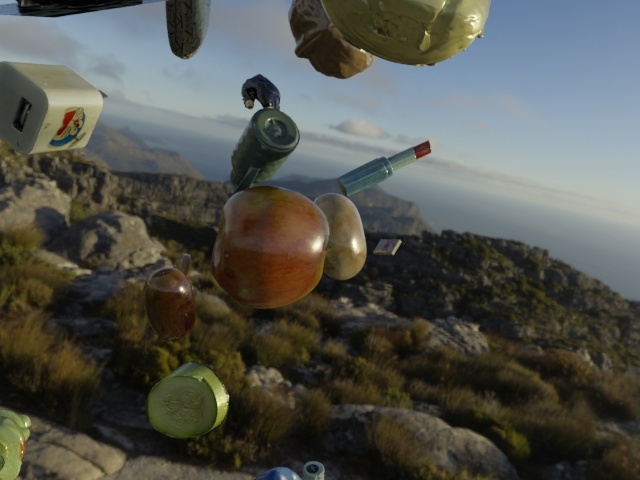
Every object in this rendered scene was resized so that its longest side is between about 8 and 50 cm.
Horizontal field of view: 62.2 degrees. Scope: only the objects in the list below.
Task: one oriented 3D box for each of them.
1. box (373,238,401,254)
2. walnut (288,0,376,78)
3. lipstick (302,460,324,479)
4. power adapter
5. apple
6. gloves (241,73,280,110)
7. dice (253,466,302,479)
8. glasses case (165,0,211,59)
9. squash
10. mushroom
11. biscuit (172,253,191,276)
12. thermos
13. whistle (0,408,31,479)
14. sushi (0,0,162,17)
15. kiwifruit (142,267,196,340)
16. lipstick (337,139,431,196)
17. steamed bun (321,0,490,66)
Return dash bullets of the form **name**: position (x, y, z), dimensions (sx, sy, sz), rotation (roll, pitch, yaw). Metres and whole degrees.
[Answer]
- **box**: position (0.179, 0.017, 1.423), dimensions (0.012, 0.046, 0.083), rotation (41, -18, -23)
- **walnut**: position (0.036, -0.558, 1.398), dimensions (0.227, 0.273, 0.273), rotation (1, 6, 17)
- **lipstick**: position (-0.013, 0.426, 0.882), dimensions (0.037, 0.116, 0.037), rotation (1, 18, 0)
- **power adapter**: position (-0.477, -0.243, 0.970), dimensions (0.125, 0.130, 0.205), rotation (37, 24, 7)
- **apple**: position (-0.135, 0.020, 1.454), dimensions (0.339, 0.340, 0.339), rotation (12, 10, -2)
- **gloves**: position (-0.193, -0.476, 1.819), dimensions (0.164, 0.124, 0.203), rotation (-2, 46, -38)
- **dice**: position (-0.096, 0.579, 1.119), dimensions (0.143, 0.146, 0.146), rotation (46, 1, 28)
- **glasses case**: position (-0.342, -0.635, 1.376), dimensions (0.085, 0.355, 0.137), rotation (26, 54, 5)
- **squash**: position (-0.379, 0.473, 1.548), dimensions (0.220, 0.220, 0.133), rotation (15, 10, 16)
- **mushroom**: position (0.000, 0.000, 1.732), dimensions (0.290, 0.293, 0.292), rotation (-11, 8, 7)
- **biscuit**: position (-0.407, 0.109, 1.505), dimensions (0.029, 0.142, 0.221), rotation (27, 20, -19)
- **thermos**: position (-0.183, -0.230, 1.519), dimensions (0.145, 0.182, 0.286), rotation (26, -36, -16)
- **whistle**: position (-0.581, 0.368, 0.930), dimensions (0.131, 0.106, 0.288), rotation (-15, 5, -29)
- **sushi**: position (-0.438, -0.465, 0.920), dimensions (0.373, 0.100, 0.296), rotation (18, 36, 32)
- **kiwifruit**: position (-0.231, 0.097, 0.814), dimensions (0.075, 0.124, 0.075), rotation (-2, 33, 1)
- **lipstick**: position (0.180, -0.200, 1.423), dimensions (0.274, 0.061, 0.068), rotation (-25, 32, -6)
- **steamed bun**: position (0.122, -0.375, 0.834), dimensions (0.273, 0.232, 0.166), rotation (15, -35, -3)
